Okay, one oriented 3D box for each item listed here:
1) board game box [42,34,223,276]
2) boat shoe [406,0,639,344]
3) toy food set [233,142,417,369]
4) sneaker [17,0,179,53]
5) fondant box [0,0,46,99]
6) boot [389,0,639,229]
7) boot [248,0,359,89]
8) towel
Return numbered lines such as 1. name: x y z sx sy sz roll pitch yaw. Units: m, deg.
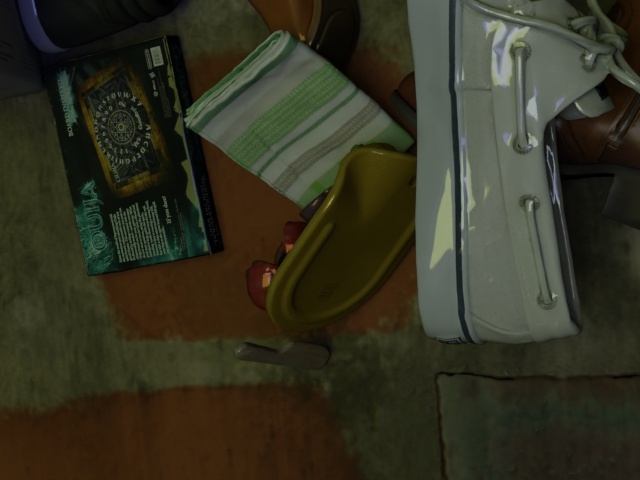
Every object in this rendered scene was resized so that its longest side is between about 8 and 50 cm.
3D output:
1. board game box: -0.160 -0.070 1.245 0.126 0.026 0.186 -10 93 24
2. boat shoe: 0.144 -0.106 0.959 0.156 0.136 0.367 2 100 18
3. toy food set: 0.000 0.000 1.144 0.071 0.128 0.218 50 118 31
4. sneaker: -0.184 -0.304 1.180 0.147 0.104 0.296 -3 107 21
5. fondant box: -0.314 -0.276 1.159 0.096 0.238 0.330 -11 92 0
6. boot: 0.206 -0.168 1.046 0.264 0.096 0.280 24 101 28
7. boot: -0.044 -0.203 1.164 0.152 0.073 0.197 22 106 27
8. towel: -0.015 -0.084 1.133 0.113 0.023 0.152 -38 125 24
